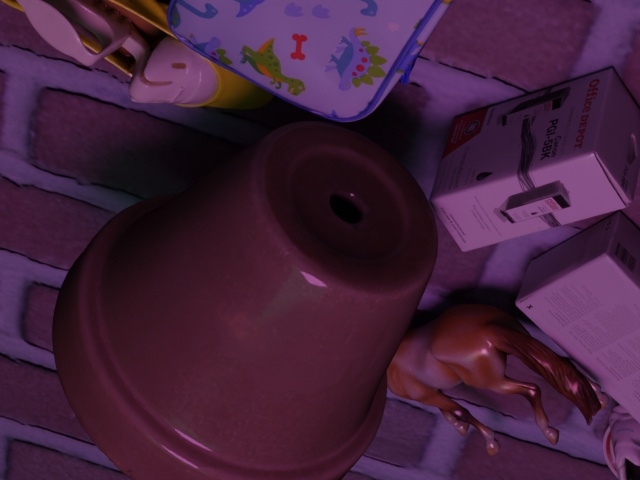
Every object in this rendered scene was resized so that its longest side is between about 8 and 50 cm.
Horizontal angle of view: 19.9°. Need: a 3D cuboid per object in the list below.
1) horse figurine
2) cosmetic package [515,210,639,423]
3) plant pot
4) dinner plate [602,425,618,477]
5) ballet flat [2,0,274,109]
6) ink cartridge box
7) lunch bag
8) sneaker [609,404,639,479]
[{"bbox_3d":[0.119,0.109,1.494,0.174,0.066,0.263,41,149,-22],"label":"horse figurine"},{"bbox_3d":[0.272,0.090,1.427,0.239,0.060,0.099,43,131,-17],"label":"cosmetic package"},{"bbox_3d":[-0.033,0.040,1.317,0.263,0.263,0.229,30,136,-12],"label":"plant pot"},{"bbox_3d":[0.311,0.180,1.549,0.141,0.017,0.141,10,136,10],"label":"dinner plate"},{"bbox_3d":[-0.140,-0.145,1.334,0.231,0.077,0.077,32,135,-14],"label":"ballet flat"},{"bbox_3d":[0.156,-0.057,1.302,0.135,0.099,0.056,-17,125,31],"label":"ink cartridge box"},{"bbox_3d":[0.006,-0.190,1.226,0.176,0.090,0.219,26,137,-6],"label":"lunch bag"},{"bbox_3d":[0.275,0.206,1.533,0.053,0.061,0.152,-11,131,27],"label":"sneaker"}]
